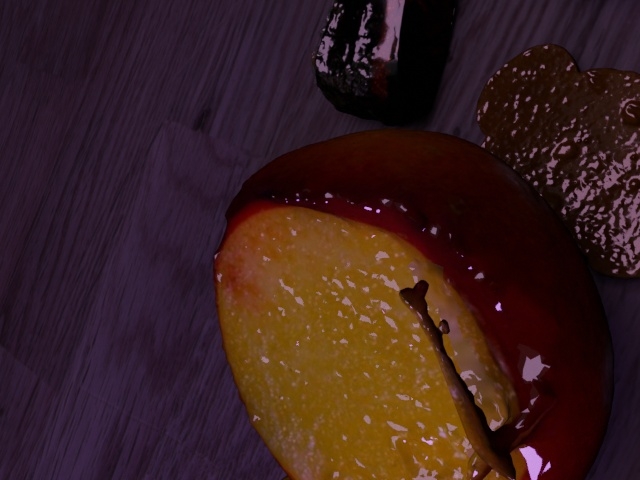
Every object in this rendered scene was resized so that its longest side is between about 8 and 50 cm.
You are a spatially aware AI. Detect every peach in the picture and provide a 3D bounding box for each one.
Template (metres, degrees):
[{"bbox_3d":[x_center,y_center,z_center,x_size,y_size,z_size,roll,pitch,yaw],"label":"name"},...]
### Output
[{"bbox_3d":[0.099,0.080,0.727,0.406,0.310,0.335,54,130,15],"label":"peach"}]

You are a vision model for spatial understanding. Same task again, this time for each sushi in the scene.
[{"bbox_3d":[0.079,-0.260,0.935,0.126,0.136,0.225,13,95,39],"label":"sushi"}]

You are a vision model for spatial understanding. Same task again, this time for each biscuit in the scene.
[{"bbox_3d":[0.276,-0.085,0.812,0.208,0.041,0.290,-33,63,26],"label":"biscuit"}]

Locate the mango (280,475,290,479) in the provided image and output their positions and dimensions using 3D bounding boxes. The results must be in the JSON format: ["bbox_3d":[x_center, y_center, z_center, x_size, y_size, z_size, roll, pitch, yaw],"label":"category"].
[{"bbox_3d":[0.049,0.319,0.833,0.237,0.137,0.091,-2,35,30],"label":"mango"}]
